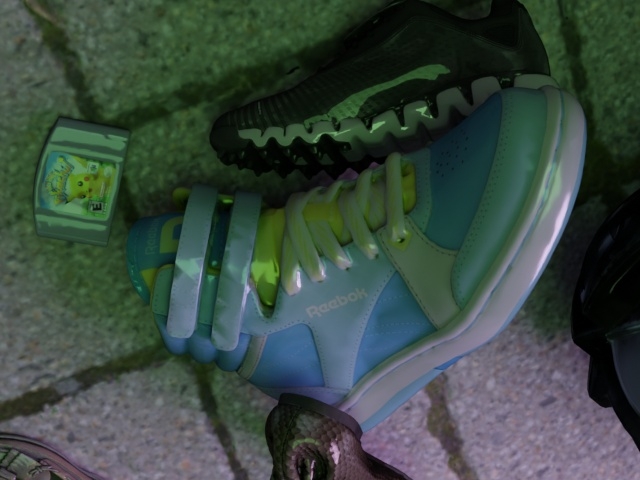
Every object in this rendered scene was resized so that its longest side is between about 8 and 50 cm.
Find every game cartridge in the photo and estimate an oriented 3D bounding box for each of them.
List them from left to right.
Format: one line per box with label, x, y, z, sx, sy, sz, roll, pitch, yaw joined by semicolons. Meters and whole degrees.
game cartridge;-0.162;-0.039;0.722;0.056;0.017;0.083;10;106;-13

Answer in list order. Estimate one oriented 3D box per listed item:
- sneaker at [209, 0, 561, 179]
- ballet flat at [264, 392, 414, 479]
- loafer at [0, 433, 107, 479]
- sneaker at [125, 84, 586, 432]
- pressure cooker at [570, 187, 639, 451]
sneaker;0.039;-0.105;0.718;0.234;0.078;0.106;-10;75;10
ballet flat;0.021;0.175;0.758;0.058;0.084;0.250;-69;153;-21
loafer;-0.194;0.178;0.778;0.125;0.039;0.045;30;101;-21
sneaker;0.000;0.000;0.663;0.208;0.127;0.319;22;133;-15
pressure cooker;0.397;0.062;0.699;0.420;0.375;0.370;34;101;-23
